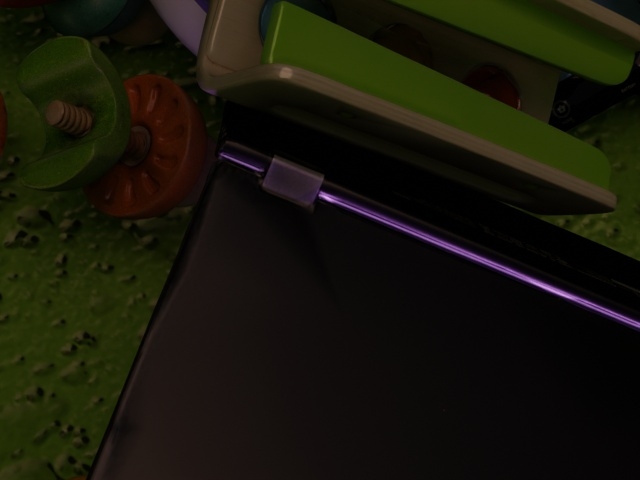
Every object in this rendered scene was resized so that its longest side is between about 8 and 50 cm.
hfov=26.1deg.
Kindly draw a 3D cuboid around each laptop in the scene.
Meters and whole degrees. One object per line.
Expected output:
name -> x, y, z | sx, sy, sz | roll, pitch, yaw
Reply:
laptop -> 0.076, 0.109, 0.815 | 0.382, 0.408, 0.236 | 23, 100, -7

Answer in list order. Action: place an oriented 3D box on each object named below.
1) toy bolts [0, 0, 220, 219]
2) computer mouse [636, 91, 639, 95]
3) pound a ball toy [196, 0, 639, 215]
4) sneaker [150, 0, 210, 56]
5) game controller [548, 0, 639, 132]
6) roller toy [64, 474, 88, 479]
toy bolts -> -0.179, -0.114, 0.988 | 0.218, 0.158, 0.228 | -13, 71, 30
computer mouse -> 0.259, -0.163, 1.081 | 0.272, 0.072, 0.188 | 34, 84, 6
pound a ball toy -> 0.094, -0.145, 0.903 | 0.319, 0.136, 0.208 | 17, 82, -31
sneaker -> -0.019, -0.286, 0.963 | 0.130, 0.236, 0.322 | 24, 38, -35
game controller -> 0.142, -0.154, 1.013 | 0.319, 0.067, 0.166 | -29, 81, -2
roller toy -> -0.043, 0.174, 0.815 | 0.191, 0.146, 0.209 | 44, 46, 18
